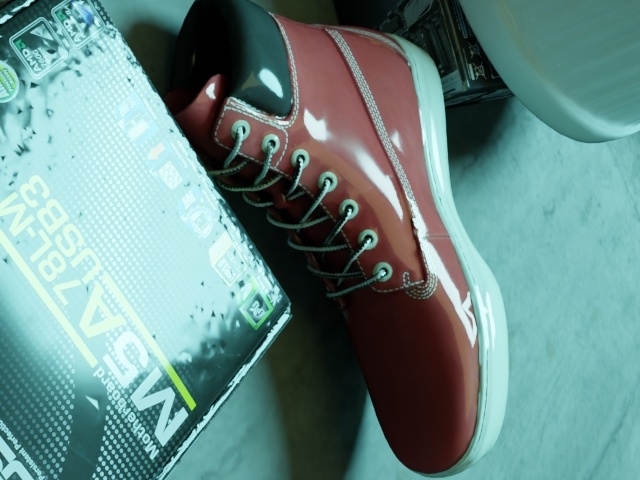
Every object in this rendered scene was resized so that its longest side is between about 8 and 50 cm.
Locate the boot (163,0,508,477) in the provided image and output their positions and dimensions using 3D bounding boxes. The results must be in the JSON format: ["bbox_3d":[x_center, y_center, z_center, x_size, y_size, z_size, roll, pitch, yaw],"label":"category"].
[{"bbox_3d":[0.000,0.000,0.579,0.176,0.088,0.244,5,67,-48],"label":"boot"}]

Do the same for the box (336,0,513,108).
[{"bbox_3d":[0.088,-0.244,0.756,0.242,0.076,0.308,-18,93,-51],"label":"box"}]

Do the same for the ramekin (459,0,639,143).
[{"bbox_3d":[0.188,-0.202,0.702,0.273,0.127,0.273,16,68,-47],"label":"ramekin"}]

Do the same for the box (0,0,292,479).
[{"bbox_3d":[-0.112,0.013,0.473,0.191,0.045,0.184,59,40,-18],"label":"box"}]
